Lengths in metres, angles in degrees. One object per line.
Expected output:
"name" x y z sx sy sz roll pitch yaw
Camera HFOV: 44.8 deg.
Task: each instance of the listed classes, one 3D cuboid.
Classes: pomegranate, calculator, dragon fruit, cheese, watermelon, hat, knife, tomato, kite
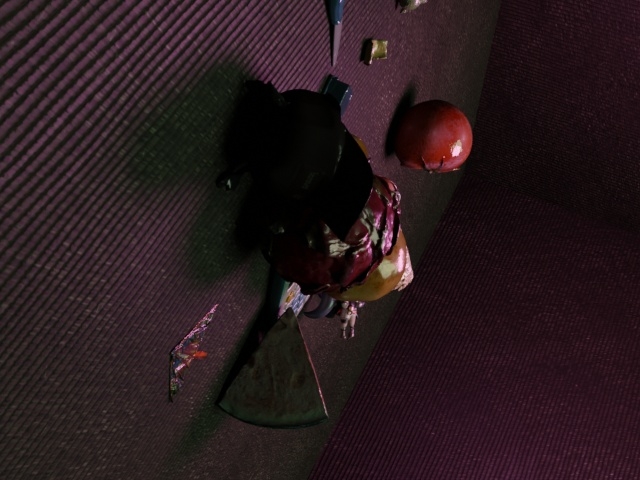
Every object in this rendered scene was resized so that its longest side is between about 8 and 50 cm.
"pomegranate" 0.085 0.038 1.979 0.270 0.229 0.252 -37 -131 48
"calculator" -0.067 0.113 2.098 0.256 0.054 0.386 -54 161 -42
"dragon fruit" 0.015 -0.035 1.707 0.329 0.329 0.329 -58 162 -32
"cheese" 0.140 -0.489 2.007 0.084 0.041 0.060 -27 132 -44
"watermelon" -0.068 0.353 2.001 0.292 0.250 0.283 -55 177 17
"hat" -0.060 -0.145 1.436 0.209 0.336 0.238 -4 141 -32
"knife" 0.038 -0.477 1.715 0.244 0.032 0.058 88 19 -65
"tomato" 0.376 -0.348 2.599 0.265 0.265 0.265 -58 162 -32
"kite" -0.273 0.236 1.644 0.232 0.009 0.189 -66 164 -7

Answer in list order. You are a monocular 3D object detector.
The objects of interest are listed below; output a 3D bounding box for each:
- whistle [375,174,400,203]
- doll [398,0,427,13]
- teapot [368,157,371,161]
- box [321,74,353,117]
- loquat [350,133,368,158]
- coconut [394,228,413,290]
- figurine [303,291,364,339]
"whistle" 0.150 -0.127 2.382 0.346 0.133 0.142 -8 114 -63
"doll" 0.260 -0.688 2.100 0.115 0.077 0.150 102 3 -67
"teapot" 0.106 -0.206 2.231 0.100 0.068 0.045 -36 180 24
"box" 0.035 -0.332 1.837 0.099 0.054 0.074 -66 163 -8
"loquat" 0.039 -0.189 1.885 0.195 0.152 0.152 -51 158 -69
"coconut" 0.160 0.070 2.488 0.233 0.245 0.233 163 -90 -89
"figurine" 0.063 0.143 2.310 0.265 0.197 0.175 -63 172 13
